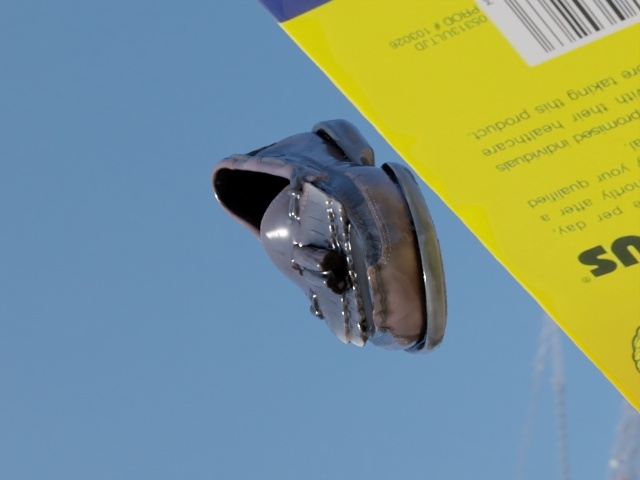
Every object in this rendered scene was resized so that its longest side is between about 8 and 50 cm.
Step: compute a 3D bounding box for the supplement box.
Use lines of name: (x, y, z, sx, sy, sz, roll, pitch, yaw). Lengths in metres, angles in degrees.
supplement box: (0.158, -0.094, 0.843, 0.356, 0.195, 0.194, 45, -142, -34)

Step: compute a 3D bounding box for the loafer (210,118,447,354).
loafer: (0.000, 0.000, 1.143, 0.095, 0.302, 0.109, -7, -74, -8)
